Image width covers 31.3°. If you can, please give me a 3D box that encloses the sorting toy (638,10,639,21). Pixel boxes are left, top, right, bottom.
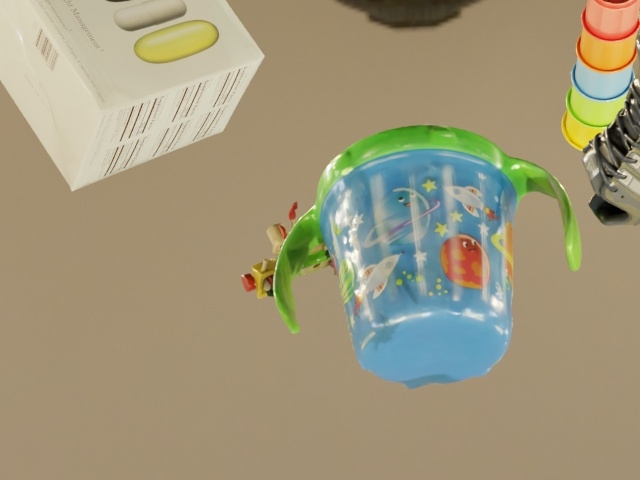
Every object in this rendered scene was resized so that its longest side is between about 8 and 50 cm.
[{"bbox_3d":[0.391,-0.213,0.911,0.208,0.038,0.193,-7,177,-27],"label":"sorting toy"}]

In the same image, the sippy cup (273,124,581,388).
[{"bbox_3d":[0.114,0.031,1.259,0.240,0.305,0.224,21,-131,-28],"label":"sippy cup"}]

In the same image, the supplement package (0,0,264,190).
[{"bbox_3d":[-0.208,-0.196,1.198,0.203,0.149,0.194,-26,-105,-35],"label":"supplement package"}]

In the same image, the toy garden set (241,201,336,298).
[{"bbox_3d":[0.000,0.000,1.644,0.203,0.244,0.049,-19,-113,-22],"label":"toy garden set"}]

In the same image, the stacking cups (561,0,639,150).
[{"bbox_3d":[0.385,-0.240,1.528,0.096,0.316,0.096,-2,-119,4],"label":"stacking cups"}]

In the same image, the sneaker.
[{"bbox_3d":[0.322,-0.094,1.125,0.121,0.300,0.111,-19,-124,4],"label":"sneaker"}]
